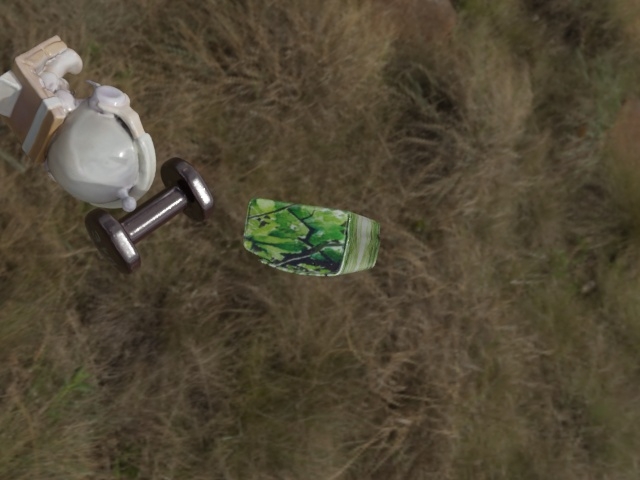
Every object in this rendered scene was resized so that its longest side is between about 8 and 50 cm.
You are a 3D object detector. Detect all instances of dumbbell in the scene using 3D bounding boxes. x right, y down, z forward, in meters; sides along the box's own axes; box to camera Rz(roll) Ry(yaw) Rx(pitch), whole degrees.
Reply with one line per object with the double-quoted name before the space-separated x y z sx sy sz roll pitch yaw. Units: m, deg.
"dumbbell" -0.319 -0.047 1.710 0.225 0.124 0.140 -39 114 -25

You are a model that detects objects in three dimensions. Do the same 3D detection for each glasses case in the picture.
"glasses case" 0.000 0.000 0.911 0.095 0.272 0.062 8 90 10

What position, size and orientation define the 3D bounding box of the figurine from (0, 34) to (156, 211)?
"figurine" -0.295 -0.135 1.137 0.236 0.162 0.141 43 37 6
